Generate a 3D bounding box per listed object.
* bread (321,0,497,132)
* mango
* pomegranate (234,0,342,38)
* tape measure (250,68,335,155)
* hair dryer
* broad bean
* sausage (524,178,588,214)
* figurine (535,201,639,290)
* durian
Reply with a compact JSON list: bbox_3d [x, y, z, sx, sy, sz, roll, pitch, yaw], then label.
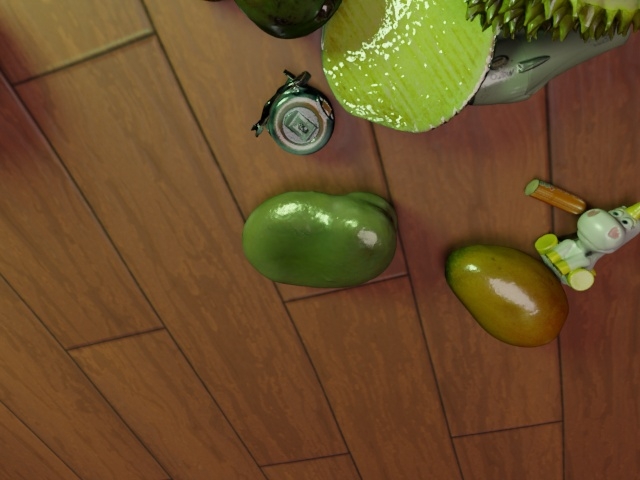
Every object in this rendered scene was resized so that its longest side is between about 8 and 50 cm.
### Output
[{"bbox_3d":[0.105,-0.251,0.554,0.228,0.033,0.229,9,113,22],"label":"bread"},{"bbox_3d":[0.315,0.087,0.742,0.221,0.120,0.151,45,126,-12],"label":"mango"},{"bbox_3d":[-0.039,-0.335,0.496,0.131,0.152,0.191,1,101,11],"label":"pomegranate"},{"bbox_3d":[-0.027,-0.157,0.585,0.107,0.180,0.104,32,102,-15],"label":"tape measure"},{"bbox_3d":[0.282,-0.287,0.556,0.218,0.088,0.225,0,107,-5],"label":"hair dryer"},{"bbox_3d":[0.000,0.000,0.721,0.263,0.121,0.189,-1,127,20],"label":"broad bean"},{"bbox_3d":[0.380,-0.067,0.698,0.107,0.031,0.031,20,120,-9],"label":"sausage"},{"bbox_3d":[0.446,-0.001,0.711,0.129,0.109,0.178,9,126,-34],"label":"figurine"},{"bbox_3d":[0.258,-0.284,0.417,0.351,0.158,0.169,-25,127,-24],"label":"durian"}]
